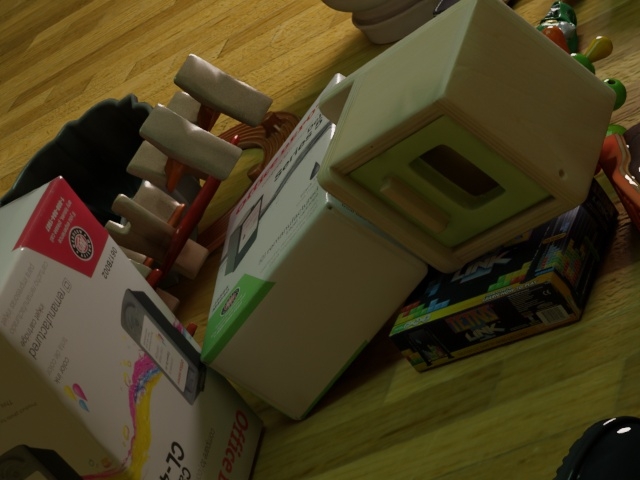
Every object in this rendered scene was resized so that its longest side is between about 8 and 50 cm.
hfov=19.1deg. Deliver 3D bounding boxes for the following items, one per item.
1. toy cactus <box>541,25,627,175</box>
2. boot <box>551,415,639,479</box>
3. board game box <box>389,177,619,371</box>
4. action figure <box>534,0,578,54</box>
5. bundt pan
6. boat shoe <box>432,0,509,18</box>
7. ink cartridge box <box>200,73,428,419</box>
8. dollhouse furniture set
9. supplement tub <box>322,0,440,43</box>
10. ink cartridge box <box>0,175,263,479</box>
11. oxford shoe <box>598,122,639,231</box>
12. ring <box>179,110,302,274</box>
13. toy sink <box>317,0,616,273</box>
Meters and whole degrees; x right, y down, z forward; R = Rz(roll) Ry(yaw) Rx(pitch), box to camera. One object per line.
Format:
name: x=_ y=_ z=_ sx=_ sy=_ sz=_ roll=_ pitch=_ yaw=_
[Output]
toy cactus: x=0.196 y=-0.091 z=1.713 sx=0.180 sy=0.112 sz=0.219 roll=-38 pitch=28 yaw=31
boot: x=0.212 y=0.197 z=1.079 sx=0.207 sy=0.094 sz=0.246 roll=-19 pitch=35 yaw=49
board game box: x=0.154 y=0.028 z=1.589 sx=0.170 sy=0.048 sz=0.141 roll=-22 pitch=28 yaw=37
action figure: x=0.194 y=-0.165 z=1.904 sx=0.137 sy=0.063 sz=0.232 roll=-17 pitch=26 yaw=51
bundt pan: x=-0.254 y=0.005 z=2.139 sx=0.331 sy=0.124 sz=0.331 roll=-35 pitch=34 yaw=28
boat shoe: x=0.204 y=-0.347 z=2.203 sx=0.103 sy=0.092 sz=0.285 roll=-6 pitch=38 yaw=55
ink cartridge box: x=0.000 y=0.000 z=1.734 sx=0.198 sy=0.115 sz=0.273 roll=-51 pitch=15 yaw=25
dollhouse furniture set: x=-0.138 y=0.003 z=1.810 sx=0.259 sy=0.135 sz=0.262 roll=-62 pitch=-1 yaw=-41
supplement tub: x=0.044 y=-0.428 z=2.299 sx=0.241 sy=0.331 sz=0.241 roll=-33 pitch=22 yaw=15
ink cartridge box: x=-0.198 y=0.135 z=1.590 sx=0.131 sy=0.306 sz=0.226 roll=-29 pitch=24 yaw=25
oxford shoe: x=0.282 y=-0.040 z=1.458 sx=0.098 sy=0.097 sz=0.271 roll=-30 pitch=22 yaw=7
ring: x=-0.159 y=-0.049 z=2.284 sx=0.336 sy=0.032 sz=0.336 roll=-34 pitch=21 yaw=15
toy sink: x=0.099 y=-0.073 z=1.561 sx=0.234 sy=0.153 sz=0.131 roll=-28 pitch=33 yaw=49
